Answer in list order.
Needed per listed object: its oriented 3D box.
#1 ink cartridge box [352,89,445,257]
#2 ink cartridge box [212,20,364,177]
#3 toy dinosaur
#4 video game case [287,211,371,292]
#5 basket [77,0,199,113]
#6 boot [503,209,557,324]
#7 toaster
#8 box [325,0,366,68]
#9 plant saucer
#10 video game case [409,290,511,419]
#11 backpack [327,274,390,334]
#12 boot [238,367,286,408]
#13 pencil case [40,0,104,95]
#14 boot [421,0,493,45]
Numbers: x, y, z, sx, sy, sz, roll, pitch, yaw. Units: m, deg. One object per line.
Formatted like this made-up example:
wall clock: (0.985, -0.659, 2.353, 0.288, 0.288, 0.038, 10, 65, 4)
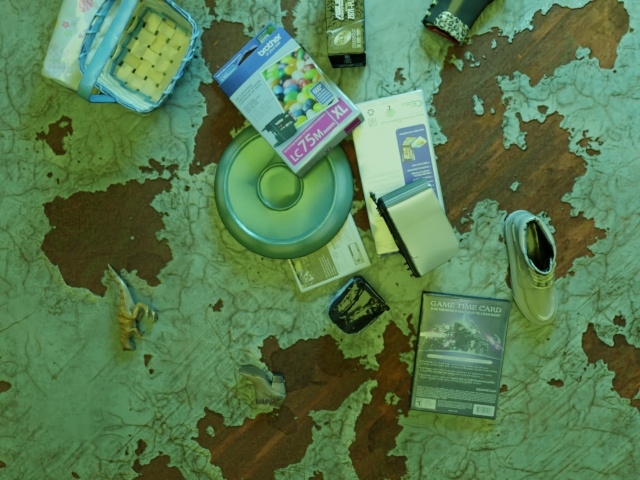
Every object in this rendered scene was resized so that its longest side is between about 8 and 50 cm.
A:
ink cartridge box: (0.168, -0.141, 1.228, 0.165, 0.065, 0.333, -10, 95, 6)
ink cartridge box: (-0.078, -0.307, 1.195, 0.185, 0.065, 0.311, -42, 77, 6)
toy dinosaur: (-0.442, 0.161, 1.318, 0.112, 0.064, 0.212, -2, 97, 6)
video game case: (0.000, 0.000, 1.281, 0.173, 0.022, 0.191, -22, 95, 7)
basket: (-0.367, -0.378, 1.128, 0.201, 0.289, 0.255, 31, 95, -10)
boot: (0.450, 0.067, 1.198, 0.095, 0.123, 0.259, -17, 95, 7)
toaster: (0.185, -0.034, 1.126, 0.110, 0.168, 0.186, -27, 94, 5)
box: (0.052, -0.455, 1.157, 0.077, 0.147, 0.180, -2, 98, 5)
plant saucer: (-0.086, -0.116, 1.247, 0.317, 0.043, 0.318, 0, 92, 8)
video game case: (0.312, 0.260, 1.284, 0.195, 0.026, 0.275, 6, 97, 4)
backpack: (0.077, 0.147, 1.260, 0.114, 0.084, 0.105, -44, 91, 3)
boot: (-0.138, 0.348, 1.326, 0.118, 0.042, 0.087, 10, 100, 4)
pencil case: (-0.501, -0.452, 1.223, 0.124, 0.113, 0.273, 19, 99, -9)
boot: (0.250, -0.533, 1.162, 0.236, 0.085, 0.179, 34, 101, 0)
